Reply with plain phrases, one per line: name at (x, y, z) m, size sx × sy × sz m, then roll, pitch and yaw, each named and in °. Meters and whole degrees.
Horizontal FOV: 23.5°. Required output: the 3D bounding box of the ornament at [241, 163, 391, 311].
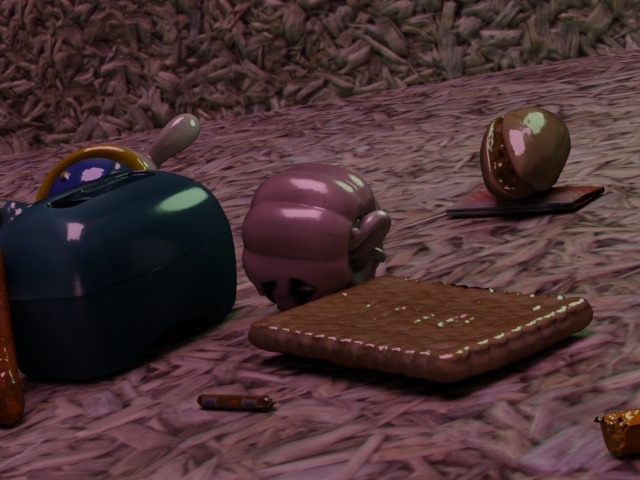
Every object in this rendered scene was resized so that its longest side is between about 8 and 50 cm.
ornament at (0.000, 0.000, 1.773) m, size 0.178 × 0.177 × 0.177 m, roll -11°, pitch 12°, yaw 2°

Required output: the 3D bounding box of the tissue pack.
tissue pack at (-0.241, 0.026, 1.796) m, size 0.198 × 0.206 × 0.287 m, roll 0°, pitch 18°, yaw 39°

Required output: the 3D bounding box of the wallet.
wallet at (0.279, -0.056, 2.109) m, size 0.196 × 0.020 × 0.103 m, roll -3°, pitch 16°, yaw 36°

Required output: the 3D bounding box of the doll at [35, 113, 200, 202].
doll at (-0.302, -0.078, 2.405) m, size 0.311 × 0.159 × 0.242 m, roll -40°, pitch -14°, yaw 0°

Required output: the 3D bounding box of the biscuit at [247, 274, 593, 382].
biscuit at (0.096, 0.089, 1.572) m, size 0.217 × 0.044 × 0.325 m, roll -20°, pitch 15°, yaw -37°

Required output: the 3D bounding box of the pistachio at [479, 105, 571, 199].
pistachio at (0.278, -0.116, 2.087) m, size 0.124 × 0.124 × 0.185 m, roll -5°, pitch 29°, yaw 26°

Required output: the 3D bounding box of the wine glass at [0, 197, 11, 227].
wine glass at (-0.510, -0.015, 2.460) m, size 0.103 × 0.103 × 0.231 m, roll -14°, pitch 10°, yaw -10°

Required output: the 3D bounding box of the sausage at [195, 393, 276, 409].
sausage at (-0.083, 0.157, 1.502) m, size 0.100 × 0.015 × 0.015 m, roll -3°, pitch 15°, yaw 36°

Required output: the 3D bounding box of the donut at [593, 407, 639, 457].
donut at (0.250, 0.151, 1.174) m, size 0.083 × 0.038 × 0.067 m, roll -12°, pitch 14°, yaw 22°

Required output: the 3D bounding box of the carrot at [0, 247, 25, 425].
carrot at (-0.348, 0.105, 1.639) m, size 0.061 × 0.209 × 0.061 m, roll -14°, pitch -28°, yaw -8°
